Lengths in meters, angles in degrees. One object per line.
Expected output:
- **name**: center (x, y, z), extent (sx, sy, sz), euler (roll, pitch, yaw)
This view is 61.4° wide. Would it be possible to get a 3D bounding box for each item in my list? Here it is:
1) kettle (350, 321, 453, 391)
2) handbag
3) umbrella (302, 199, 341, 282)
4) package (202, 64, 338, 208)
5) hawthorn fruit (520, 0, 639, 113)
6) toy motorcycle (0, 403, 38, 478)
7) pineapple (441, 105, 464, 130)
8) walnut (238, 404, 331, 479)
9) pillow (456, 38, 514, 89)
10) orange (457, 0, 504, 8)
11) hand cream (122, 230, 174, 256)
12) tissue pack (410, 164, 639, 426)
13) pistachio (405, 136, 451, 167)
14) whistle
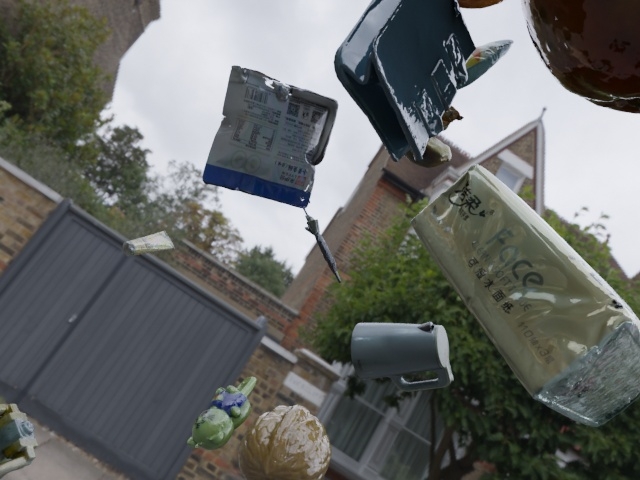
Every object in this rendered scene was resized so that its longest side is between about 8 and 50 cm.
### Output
- **kettle**: center (0.231, 0.325, 1.490), extent (0.243, 0.160, 0.211), euler (-8, -77, 27)
- **handbag**: center (0.119, -0.227, 0.678), extent (0.062, 0.229, 0.179), euler (2, -37, 41)
- **umbrella**: center (-0.004, 0.003, 1.366), extent (0.044, 0.044, 0.269), euler (29, 33, -51)
- **package**: center (-0.070, -0.145, 0.783), extent (0.171, 0.173, 0.027), euler (13, 12, -27)
- **hawthorn fruit**: center (0.433, -0.322, 0.655), extent (0.402, 0.403, 0.403), euler (30, -17, 10)
- **toy motorcycle**: center (-0.741, 0.423, 1.059), extent (0.169, 0.237, 0.410), euler (53, -6, 21)
- **pineapple**: center (0.306, -0.416, 1.753), extent (0.161, 0.158, 0.334), euler (42, 10, -21)
- **walnut**: center (-0.086, 0.517, 1.315), extent (0.225, 0.225, 0.261), euler (29, 9, 14)
- **pillow**: center (0.386, -0.458, 1.431), extent (0.086, 0.214, 0.233), euler (62, 1, -8)
- **orange**: center (0.301, -0.556, 1.007), extent (0.240, 0.240, 0.171), euler (61, 10, -57)
- **hand cream**: center (-0.455, 0.011, 1.433), extent (0.061, 0.143, 0.039), euler (54, -54, 13)
- **tissue pack**: center (0.390, 0.098, 0.985), extent (0.331, 0.205, 0.405), euler (30, 22, -43)
- **pistachio**: center (0.304, -0.275, 1.609), extent (0.189, 0.100, 0.110), euler (31, -45, -24)
- **whistle**: center (-0.213, 0.386, 1.219), extent (0.105, 0.227, 0.085), euler (-22, -74, 35)
